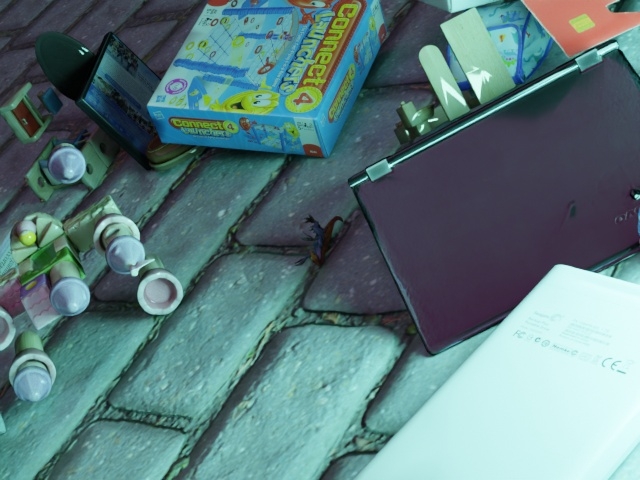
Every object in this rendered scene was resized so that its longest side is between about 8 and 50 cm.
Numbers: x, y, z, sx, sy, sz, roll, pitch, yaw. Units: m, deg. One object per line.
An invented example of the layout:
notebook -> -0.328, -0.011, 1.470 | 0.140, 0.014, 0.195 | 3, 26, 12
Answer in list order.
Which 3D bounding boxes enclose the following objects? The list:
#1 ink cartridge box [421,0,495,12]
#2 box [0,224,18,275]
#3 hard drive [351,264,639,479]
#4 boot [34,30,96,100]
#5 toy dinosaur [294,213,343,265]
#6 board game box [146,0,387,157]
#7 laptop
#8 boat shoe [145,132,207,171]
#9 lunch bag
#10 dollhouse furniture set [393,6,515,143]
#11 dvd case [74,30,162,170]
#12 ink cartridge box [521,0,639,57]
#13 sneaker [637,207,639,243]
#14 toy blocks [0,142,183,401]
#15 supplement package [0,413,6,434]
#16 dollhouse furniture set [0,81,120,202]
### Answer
ink cartridge box -> 0.287, -0.468, 2.059 | 0.306, 0.131, 0.226 | -18, 24, -15
box -> -0.574, 0.102, 2.147 | 0.067, 0.063, 0.324 | -12, 35, 27
hard drive -> 0.224, 0.174, 1.346 | 0.353, 0.047, 0.233 | -43, 33, -21
boot -> -0.456, -0.340, 2.507 | 0.096, 0.264, 0.280 | -54, 31, 8
toy dinosaur -> 0.000, 0.000, 1.814 | 0.090, 0.047, 0.082 | -22, 48, -5
board game box -> -0.083, -0.283, 2.142 | 0.302, 0.086, 0.308 | 6, 51, 23
laptop -> 0.257, -0.068, 1.705 | 0.382, 0.236, 0.408 | -27, 2, 6
boat shoe -> -0.198, -0.247, 2.288 | 0.307, 0.104, 0.110 | -42, 32, -18
lunch bag -> 0.263, -0.283, 1.949 | 0.129, 0.096, 0.151 | -4, 49, 37
dollhouse furniture set -> 0.165, -0.230, 1.859 | 0.144, 0.123, 0.151 | -28, 3, -11
dvd case -> -0.346, -0.255, 2.360 | 0.022, 0.180, 0.253 | -34, 26, 26
ink cartridge box -> 0.396, -0.418, 1.861 | 0.296, 0.066, 0.261 | -26, 61, -19
sneaker -> 0.441, -0.054, 1.445 | 0.211, 0.081, 0.080 | -37, 41, -6
toy blocks -> -0.378, 0.047, 1.809 | 0.288, 0.309, 0.260 | -33, 24, -2
supplement package -> -0.516, 0.210, 1.726 | 0.134, 0.139, 0.244 | -20, -8, -8
dollhouse furniture set -> -0.484, -0.185, 2.373 | 0.129, 0.184, 0.129 | -12, 35, 30
